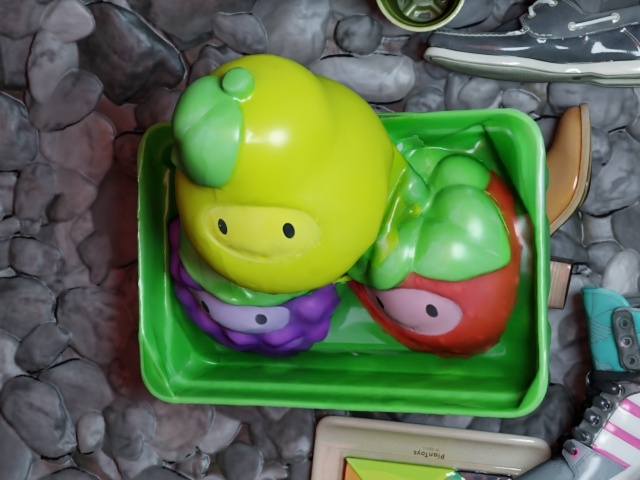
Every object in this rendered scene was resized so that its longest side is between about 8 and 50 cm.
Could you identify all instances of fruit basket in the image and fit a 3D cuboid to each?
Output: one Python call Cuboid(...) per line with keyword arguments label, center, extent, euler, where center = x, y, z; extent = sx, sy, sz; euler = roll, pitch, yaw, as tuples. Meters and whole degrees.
Cuboid(label="fruit basket", center=(0.000, 0.000, 1.312), extent=(0.392, 0.392, 0.283), euler=(-1, 91, 5))

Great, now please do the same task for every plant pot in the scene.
Cuboid(label="plant pot", center=(0.092, -0.227, 1.473), extent=(0.083, 0.079, 0.083), euler=(0, 90, 5))

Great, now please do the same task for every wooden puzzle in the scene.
Cuboid(label="wooden puzzle", center=(0.094, 0.290, 1.501), extent=(0.221, 0.044, 0.239), euler=(6, 92, 5))

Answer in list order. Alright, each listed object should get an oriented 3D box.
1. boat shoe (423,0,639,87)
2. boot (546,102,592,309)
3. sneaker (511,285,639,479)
Cuboid(label="boat shoe", center=(0.209, -0.182, 1.466), extent=(0.233, 0.084, 0.079), euler=(0, 87, 0))
Cuboid(label="boot", center=(0.165, -0.041, 1.477), extent=(0.152, 0.073, 0.197), euler=(12, 87, 11))
Cuboid(label="sneaker", center=(0.255, 0.131, 1.437), extent=(0.295, 0.124, 0.178), euler=(-26, 93, -6))
